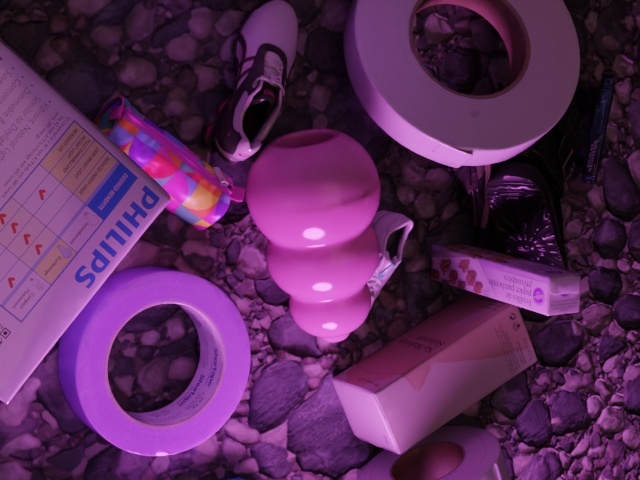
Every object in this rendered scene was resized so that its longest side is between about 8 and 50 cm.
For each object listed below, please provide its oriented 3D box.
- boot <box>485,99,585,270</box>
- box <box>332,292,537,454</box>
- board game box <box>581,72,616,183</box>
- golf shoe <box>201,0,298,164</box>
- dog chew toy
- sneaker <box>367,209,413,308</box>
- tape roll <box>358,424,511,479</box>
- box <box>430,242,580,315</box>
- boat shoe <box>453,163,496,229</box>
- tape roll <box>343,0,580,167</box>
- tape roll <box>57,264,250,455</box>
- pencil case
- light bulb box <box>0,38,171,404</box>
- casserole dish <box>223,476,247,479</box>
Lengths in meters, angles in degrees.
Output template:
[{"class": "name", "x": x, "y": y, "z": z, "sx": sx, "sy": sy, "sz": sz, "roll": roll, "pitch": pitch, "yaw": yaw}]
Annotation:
[{"class": "boot", "x": 0.384, "y": -0.082, "z": 2.081, "sx": 0.348, "sy": 0.131, "sz": 0.260, "roll": 78, "pitch": 26, "yaw": -44}, {"class": "box", "x": 0.192, "y": 0.218, "z": 1.992, "sx": 0.311, "sy": 0.148, "sz": 0.121, "roll": -30, "pitch": 108, "yaw": -25}, {"class": "board game box", "x": 0.503, "y": -0.199, "z": 2.147, "sx": 0.026, "sy": 0.126, "sz": 0.186, "roll": 12, "pitch": 90, "yaw": 14}, {"class": "golf shoe", "x": -0.082, "y": -0.243, "z": 1.804, "sx": 0.105, "sy": 0.120, "sz": 0.272, "roll": 21, "pitch": 83, "yaw": -28}, {"class": "dog chew toy", "x": 0.000, "y": 0.000, "z": 1.838, "sx": 0.207, "sy": 0.207, "sz": 0.331, "roll": -19, "pitch": 112, "yaw": -27}, {"class": "sneaker", "x": 0.087, "y": 0.049, "z": 1.943, "sx": 0.080, "sy": 0.094, "sz": 0.212, "roll": 28, "pitch": 82, "yaw": -30}, {"class": "tape roll", "x": 0.201, "y": 0.438, "z": 1.962, "sx": 0.246, "sy": 0.246, "sz": 0.169, "roll": -27, "pitch": 107, "yaw": -25}, {"class": "box", "x": 0.292, "y": 0.058, "z": 1.928, "sx": 0.067, "sy": 0.324, "sz": 0.063, "roll": -5, "pitch": 101, "yaw": -27}, {"class": "boat shoe", "x": 0.265, "y": -0.127, "z": 2.041, "sx": 0.074, "sy": 0.080, "sz": 0.223, "roll": 3, "pitch": 115, "yaw": 11}, {"class": "tape roll", "x": 0.229, "y": -0.308, "z": 1.911, "sx": 0.392, "sy": 0.072, "sz": 0.391, "roll": 5, "pitch": 72, "yaw": -15}, {"class": "tape roll", "x": -0.246, "y": 0.177, "z": 1.770, "sx": 0.275, "sy": 0.090, "sz": 0.274, "roll": -3, "pitch": 96, "yaw": -29}, {"class": "pencil case", "x": -0.230, "y": -0.112, "z": 1.743, "sx": 0.236, "sy": 0.104, "sz": 0.104, "roll": 34, "pitch": 78, "yaw": -28}, {"class": "light bulb box", "x": -0.463, "y": -0.044, "z": 1.545, "sx": 0.361, "sy": 0.225, "sz": 0.358, "roll": 44, "pitch": 73, "yaw": -26}, {"class": "casserole dish", "x": -0.161, "y": 0.441, "z": 1.850, "sx": 0.188, "sy": 0.037, "sz": 0.114, "roll": -21, "pitch": 80, "yaw": -27}]
